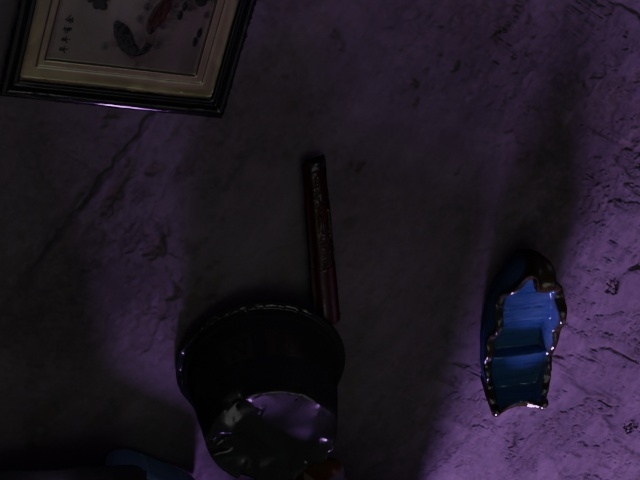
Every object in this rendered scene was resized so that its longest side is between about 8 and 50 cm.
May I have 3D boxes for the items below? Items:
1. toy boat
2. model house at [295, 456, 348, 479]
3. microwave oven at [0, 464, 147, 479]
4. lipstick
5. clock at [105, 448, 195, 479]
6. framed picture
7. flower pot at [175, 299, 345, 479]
[{"bbox_3d":[0.195,0.087,1.884,0.075,0.077,0.185,-6,125,-16],"label":"toy boat"},{"bbox_3d":[-0.033,0.323,1.883,0.271,0.190,0.301,-48,119,-12],"label":"model house"},{"bbox_3d":[-0.288,0.446,1.816,0.374,0.236,0.432,-2,125,-6],"label":"microwave oven"},{"bbox_3d":[0.000,0.000,1.783,0.027,0.027,0.176,-13,126,-12],"label":"lipstick"},{"bbox_3d":[-0.189,0.270,1.887,0.108,0.045,0.147,28,111,-32],"label":"clock"},{"bbox_3d":[-0.148,-0.191,1.604,0.199,0.010,0.195,5,121,-23],"label":"framed picture"},{"bbox_3d":[-0.049,0.144,1.798,0.157,0.107,0.157,-5,128,-6],"label":"flower pot"}]
